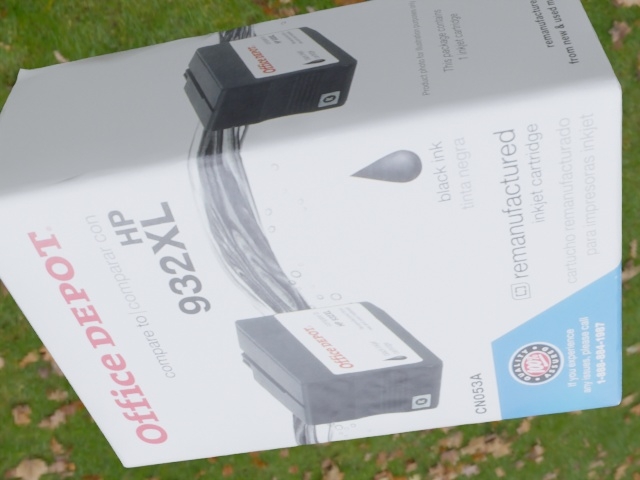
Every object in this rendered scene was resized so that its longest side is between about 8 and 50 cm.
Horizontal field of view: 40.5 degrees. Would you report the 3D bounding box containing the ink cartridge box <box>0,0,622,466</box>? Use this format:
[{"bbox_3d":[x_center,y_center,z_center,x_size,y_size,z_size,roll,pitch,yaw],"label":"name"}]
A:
[{"bbox_3d":[0.000,0.000,0.492,0.307,0.129,0.223,-9,131,9],"label":"ink cartridge box"}]
